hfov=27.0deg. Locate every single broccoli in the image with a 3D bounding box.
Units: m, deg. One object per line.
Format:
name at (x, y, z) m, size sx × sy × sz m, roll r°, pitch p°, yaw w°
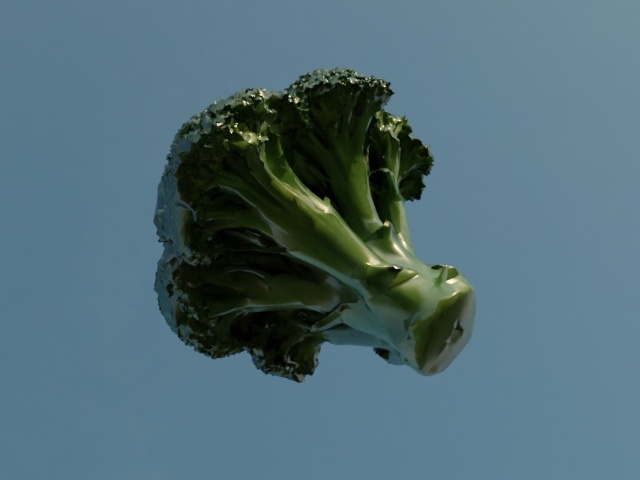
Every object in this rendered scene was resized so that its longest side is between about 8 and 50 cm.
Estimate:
broccoli at (0.000, 0.000, 0.988) m, size 0.269 × 0.269 × 0.254 m, roll 24°, pitch -80°, yaw -26°
